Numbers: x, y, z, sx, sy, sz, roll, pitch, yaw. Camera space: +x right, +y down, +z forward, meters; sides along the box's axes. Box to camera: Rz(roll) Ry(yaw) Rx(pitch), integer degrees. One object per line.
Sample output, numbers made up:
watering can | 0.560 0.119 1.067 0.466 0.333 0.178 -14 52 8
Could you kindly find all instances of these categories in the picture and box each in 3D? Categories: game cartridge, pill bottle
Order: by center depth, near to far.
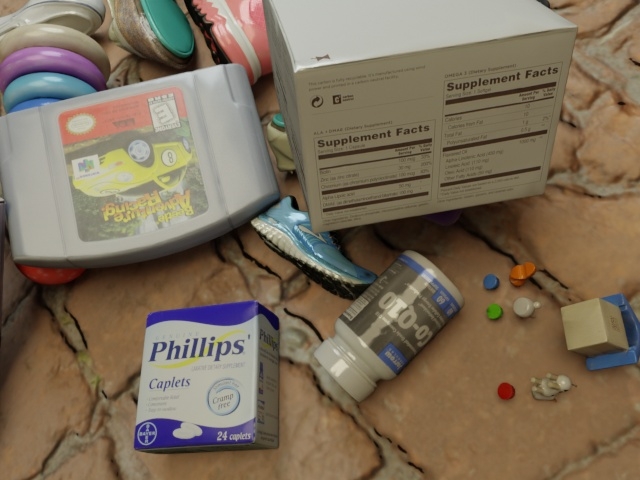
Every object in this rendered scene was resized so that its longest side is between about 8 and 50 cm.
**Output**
pill bottle | 0.063 0.082 0.545 0.137 0.078 0.078 -45 62 -5
game cartridge | -0.203 -0.077 0.642 0.294 0.060 0.196 -15 80 -5

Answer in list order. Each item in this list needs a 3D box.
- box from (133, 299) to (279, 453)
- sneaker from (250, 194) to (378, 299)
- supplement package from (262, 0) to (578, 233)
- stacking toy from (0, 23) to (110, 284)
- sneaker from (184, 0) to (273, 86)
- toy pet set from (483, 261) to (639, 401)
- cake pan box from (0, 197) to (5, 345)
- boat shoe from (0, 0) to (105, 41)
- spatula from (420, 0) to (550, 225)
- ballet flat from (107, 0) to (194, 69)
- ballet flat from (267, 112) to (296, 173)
box | -0.111 0.139 0.578 0.126 0.072 0.137 -8 65 13
sneaker | 0.000 0.000 0.610 0.162 0.063 0.073 35 78 26
supplement package | 0.064 -0.155 0.526 0.204 0.145 0.262 -10 40 -4
stacking toy | -0.342 -0.102 0.733 0.141 0.141 0.330 -12 71 12
sneaker | -0.113 -0.337 0.781 0.136 0.116 0.313 -23 66 -8
toy pet set | 0.220 0.081 0.521 0.114 0.065 0.122 -27 52 45
cake pan box | -0.473 0.023 0.672 0.267 0.070 0.245 26 112 26
boat shoe | -0.432 -0.294 0.863 0.258 0.095 0.084 -13 69 23
spatula | 0.179 -0.154 0.636 0.084 0.030 0.296 24 76 34
ballet flat | -0.257 -0.334 0.825 0.106 0.107 0.316 -34 55 24
ballet flat | 0.049 -0.078 0.621 0.248 0.086 0.086 20 75 28
